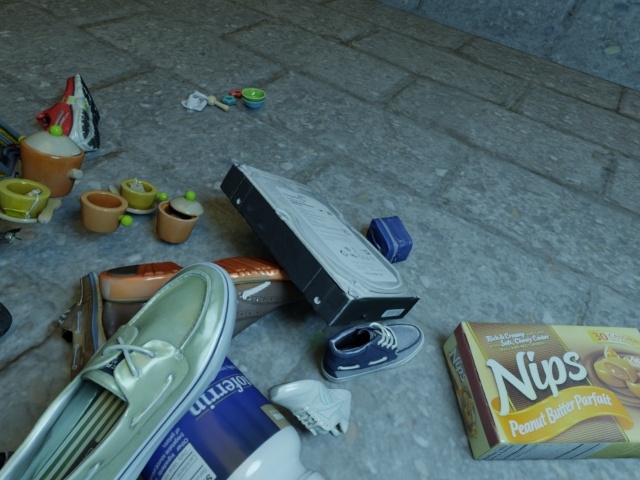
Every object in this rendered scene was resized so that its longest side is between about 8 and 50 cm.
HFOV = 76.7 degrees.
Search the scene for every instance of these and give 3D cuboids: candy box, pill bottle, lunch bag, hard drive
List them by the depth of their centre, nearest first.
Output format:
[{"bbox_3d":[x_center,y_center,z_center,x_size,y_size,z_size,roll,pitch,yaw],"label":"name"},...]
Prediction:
[{"bbox_3d":[-0.120,0.242,0.473,0.265,0.153,0.153,38,51,23],"label":"pill bottle"},{"bbox_3d":[0.373,0.228,0.625,0.317,0.087,0.182,3,46,-7],"label":"candy box"},{"bbox_3d":[0.000,0.000,0.712,0.237,0.064,0.339,10,31,-52],"label":"hard drive"},{"bbox_3d":[0.135,0.003,0.812,0.065,0.067,0.098,-9,50,-18],"label":"lunch bag"}]

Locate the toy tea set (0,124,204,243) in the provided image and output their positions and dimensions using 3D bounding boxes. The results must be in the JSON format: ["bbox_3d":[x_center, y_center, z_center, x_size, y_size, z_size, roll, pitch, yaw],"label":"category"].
[{"bbox_3d":[-0.380,-0.104,0.726,0.337,0.124,0.200,11,27,-30],"label":"toy tea set"}]

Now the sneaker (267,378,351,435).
[{"bbox_3d":[-0.007,0.224,0.540,0.152,0.054,0.061,31,44,-39],"label":"sneaker"}]

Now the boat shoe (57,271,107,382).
[{"bbox_3d":[-0.351,0.124,0.603,0.066,0.066,0.183,-15,51,-22],"label":"boat shoe"}]

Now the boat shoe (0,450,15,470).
[{"bbox_3d":[-0.333,0.347,0.326,0.128,0.158,0.340,4,46,-7],"label":"boat shoe"}]

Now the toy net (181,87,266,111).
[{"bbox_3d":[-0.277,-0.414,1.154,0.233,0.045,0.122,-5,48,-15],"label":"toy net"}]

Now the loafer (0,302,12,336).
[{"bbox_3d":[-0.569,0.096,0.588,0.224,0.078,0.076,24,22,-9],"label":"loafer"}]

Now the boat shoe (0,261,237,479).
[{"bbox_3d":[-0.180,0.141,0.393,0.109,0.094,0.302,19,61,15],"label":"boat shoe"}]

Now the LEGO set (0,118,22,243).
[{"bbox_3d":[-0.659,-0.091,0.710,0.255,0.192,0.330,-17,63,-1],"label":"LEGO set"}]

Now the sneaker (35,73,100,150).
[{"bbox_3d":[-0.598,-0.301,0.948,0.119,0.107,0.278,-16,48,-12],"label":"sneaker"}]

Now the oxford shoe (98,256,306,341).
[{"bbox_3d":[-0.148,0.100,0.651,0.364,0.132,0.130,-2,7,-29],"label":"oxford shoe"}]

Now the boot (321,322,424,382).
[{"bbox_3d":[0.094,0.162,0.637,0.190,0.086,0.069,-17,52,-24],"label":"boot"}]
